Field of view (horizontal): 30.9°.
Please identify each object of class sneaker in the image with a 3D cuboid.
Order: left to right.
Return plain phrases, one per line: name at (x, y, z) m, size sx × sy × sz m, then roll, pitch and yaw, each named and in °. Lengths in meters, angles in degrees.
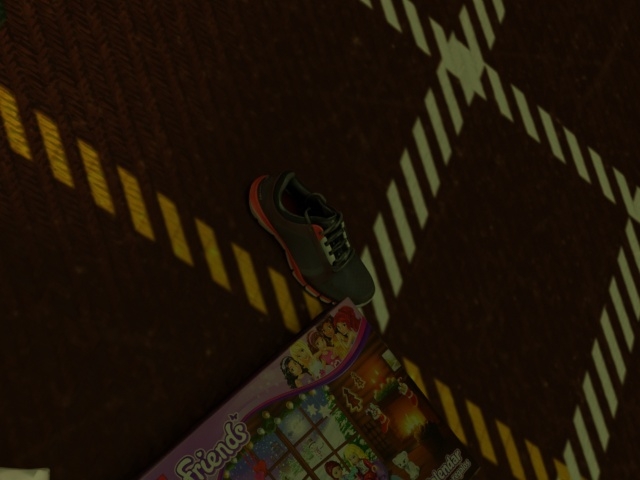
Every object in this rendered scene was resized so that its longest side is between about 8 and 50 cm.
sneaker at (0.000, 0.000, 1.064) m, size 0.158 × 0.065 × 0.061 m, roll 46°, pitch 56°, yaw -13°

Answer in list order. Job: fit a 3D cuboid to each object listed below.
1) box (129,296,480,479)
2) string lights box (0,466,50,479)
box at (-0.018, 0.211, 0.982) m, size 0.293 × 0.057 × 0.201 m, roll -40°, pitch 92°, yaw -35°
string lights box at (-0.265, 0.288, 0.794) m, size 0.133 × 0.077 × 0.260 m, roll 9°, pitch 71°, yaw -31°
